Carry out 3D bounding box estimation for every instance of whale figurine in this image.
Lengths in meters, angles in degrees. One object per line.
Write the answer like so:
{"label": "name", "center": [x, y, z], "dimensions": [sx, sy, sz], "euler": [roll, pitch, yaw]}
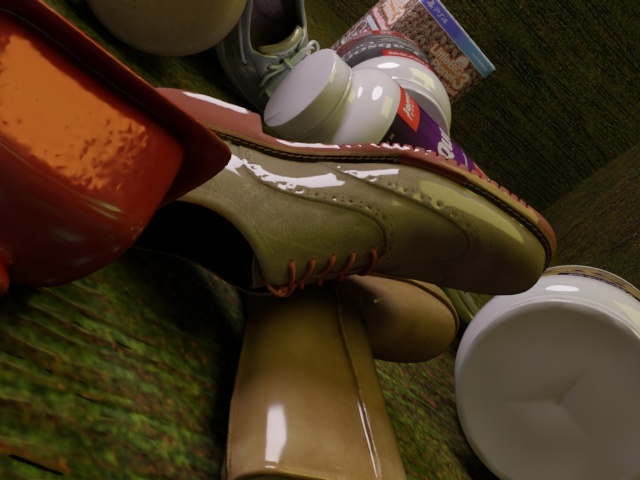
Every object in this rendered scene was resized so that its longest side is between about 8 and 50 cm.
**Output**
{"label": "whale figurine", "center": [-0.158, -0.338, 0.740], "dimensions": [0.216, 0.271, 0.141], "euler": [4, 27, -8]}

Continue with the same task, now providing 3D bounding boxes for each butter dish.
{"label": "butter dish", "center": [-0.156, -0.025, 0.356], "dimensions": [0.160, 0.160, 0.118], "euler": [37, 46, -34]}

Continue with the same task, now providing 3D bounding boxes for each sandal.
{"label": "sandal", "center": [0.208, 0.033, 1.119], "dimensions": [0.120, 0.086, 0.302], "euler": [25, 30, -52]}

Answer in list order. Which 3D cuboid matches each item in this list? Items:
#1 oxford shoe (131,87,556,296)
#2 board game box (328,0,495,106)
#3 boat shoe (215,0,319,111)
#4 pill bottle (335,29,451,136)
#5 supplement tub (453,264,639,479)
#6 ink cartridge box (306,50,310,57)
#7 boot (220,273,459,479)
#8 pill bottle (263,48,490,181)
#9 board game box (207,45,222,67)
{"label": "oxford shoe", "center": [0.000, 0.000, 0.518], "dimensions": [0.348, 0.123, 0.130], "euler": [13, 52, 1]}
{"label": "board game box", "center": [0.168, -0.360, 1.471], "dimensions": [0.232, 0.291, 0.141], "euler": [37, 22, -33]}
{"label": "boat shoe", "center": [-0.066, -0.287, 0.885], "dimensions": [0.103, 0.118, 0.320], "euler": [37, -31, 33]}
{"label": "pill bottle", "center": [0.112, -0.230, 1.217], "dimensions": [0.210, 0.210, 0.363], "euler": [43, 19, -19]}
{"label": "supplement tub", "center": [0.295, 0.155, 0.839], "dimensions": [0.241, 0.241, 0.331], "euler": [54, 18, 13]}
{"label": "ink cartridge box", "center": [-0.075, -0.342, 1.238], "dimensions": [0.109, 0.063, 0.150], "euler": [43, 20, -20]}
{"label": "boot", "center": [0.033, 0.115, 0.541], "dimensions": [0.236, 0.089, 0.269], "euler": [20, 27, -18]}
{"label": "pill bottle", "center": [0.082, -0.103, 0.945], "dimensions": [0.323, 0.181, 0.181], "euler": [38, 22, -31]}
{"label": "board game box", "center": [-0.207, -0.441, 0.945], "dimensions": [0.308, 0.086, 0.301], "euler": [46, 19, -57]}
